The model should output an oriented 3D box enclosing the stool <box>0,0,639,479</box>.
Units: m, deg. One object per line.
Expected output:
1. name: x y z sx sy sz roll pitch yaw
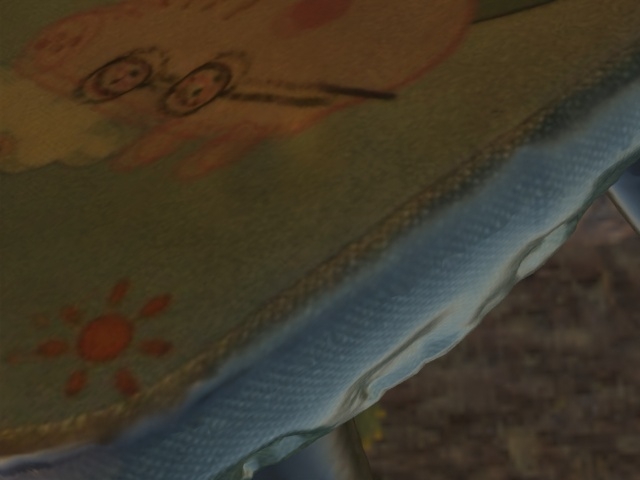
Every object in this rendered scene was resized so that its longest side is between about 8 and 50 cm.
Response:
1. stool: 0.000 0.000 0.569 0.310 0.310 0.226 -35 126 -16
